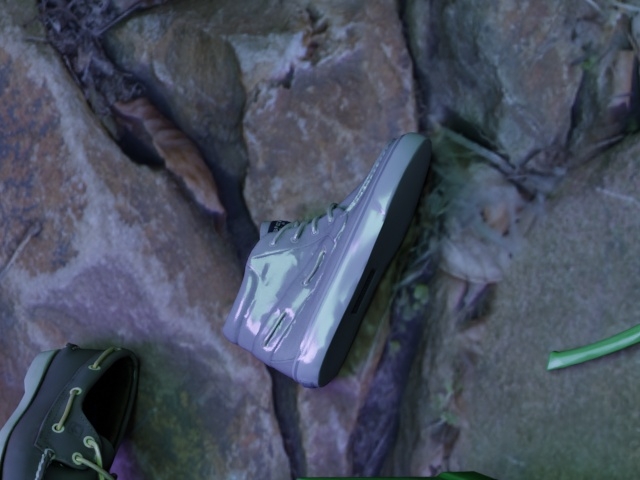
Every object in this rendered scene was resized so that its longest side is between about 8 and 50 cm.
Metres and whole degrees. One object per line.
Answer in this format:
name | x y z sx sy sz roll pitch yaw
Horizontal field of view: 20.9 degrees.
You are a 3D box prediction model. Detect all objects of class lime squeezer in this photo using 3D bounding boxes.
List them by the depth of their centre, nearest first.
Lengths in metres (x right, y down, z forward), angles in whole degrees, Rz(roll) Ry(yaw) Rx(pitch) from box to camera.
lime squeezer | 0.348 0.102 1.479 0.310 0.059 0.110 17 84 24

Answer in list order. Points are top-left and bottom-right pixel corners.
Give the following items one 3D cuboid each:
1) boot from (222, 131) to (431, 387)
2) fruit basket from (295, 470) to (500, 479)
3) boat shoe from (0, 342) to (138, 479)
boot | 0.000 0.000 1.622 0.123 0.095 0.258 26 89 19
fruit basket | 0.135 0.376 1.374 0.392 0.283 0.392 0 88 -14
boat shoe | -0.232 0.194 1.596 0.091 0.109 0.305 -12 29 10
